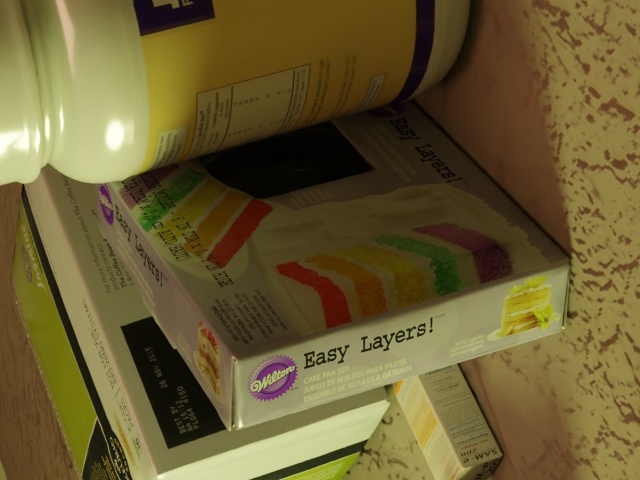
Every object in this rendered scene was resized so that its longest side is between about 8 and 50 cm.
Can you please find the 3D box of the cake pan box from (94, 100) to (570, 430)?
[{"bbox_3d":[0.000,0.000,1.337,0.267,0.245,0.070,-128,32,-49],"label":"cake pan box"}]

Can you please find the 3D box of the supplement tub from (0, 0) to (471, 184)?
[{"bbox_3d":[-0.093,-0.175,1.313,0.241,0.331,0.241,163,90,-70],"label":"supplement tub"}]

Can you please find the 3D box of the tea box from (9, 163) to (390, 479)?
[{"bbox_3d":[-0.126,0.090,1.786,0.323,0.220,0.329,117,133,-62],"label":"tea box"}]

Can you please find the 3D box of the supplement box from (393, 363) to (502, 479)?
[{"bbox_3d":[0.096,0.138,1.495,0.062,0.036,0.098,110,139,-59],"label":"supplement box"}]
